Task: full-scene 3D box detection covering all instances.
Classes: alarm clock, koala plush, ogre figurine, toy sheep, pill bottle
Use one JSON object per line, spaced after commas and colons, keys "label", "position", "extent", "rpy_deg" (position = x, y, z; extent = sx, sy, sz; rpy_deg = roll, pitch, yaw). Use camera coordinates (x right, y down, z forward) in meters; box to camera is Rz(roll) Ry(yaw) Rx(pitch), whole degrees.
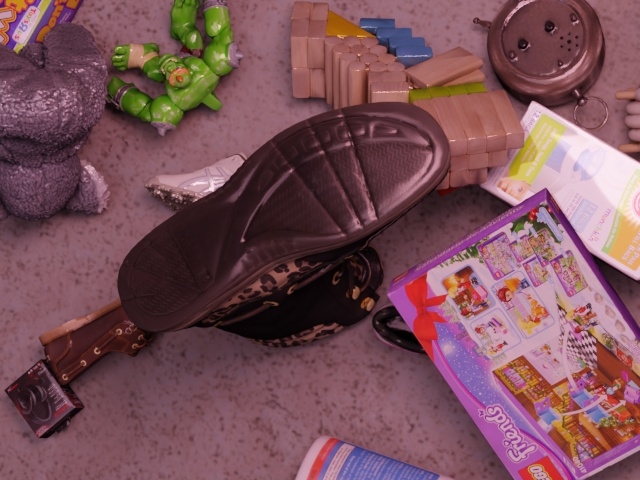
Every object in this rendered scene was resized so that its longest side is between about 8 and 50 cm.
{"label": "alarm clock", "position": [0.264, -0.205, 1.687], "extent": [0.129, 0.064, 0.192], "rpy_deg": [-33, 76, 6]}
{"label": "koala plush", "position": [-0.337, -0.114, 1.758], "extent": [0.203, 0.196, 0.221], "rpy_deg": [50, 140, 49]}
{"label": "ogre figurine", "position": [-0.166, -0.210, 1.789], "extent": [0.197, 0.097, 0.118], "rpy_deg": [-34, 59, -6]}
{"label": "toy sheep", "position": [0.373, -0.138, 1.649], "extent": [0.091, 0.091, 0.132], "rpy_deg": [-5, 102, 13]}
{"label": "pill bottle", "position": [0.084, 0.306, 1.660], "extent": [0.222, 0.124, 0.124], "rpy_deg": [17, 89, 16]}

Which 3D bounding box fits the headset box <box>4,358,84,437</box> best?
{"label": "headset box", "position": [-0.332, 0.195, 1.821], "extent": [0.062, 0.032, 0.083], "rpy_deg": [-39, 76, 8]}

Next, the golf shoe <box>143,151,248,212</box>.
{"label": "golf shoe", "position": [-0.119, -0.066, 1.786], "extent": [0.176, 0.069, 0.086], "rpy_deg": [10, 68, 12]}

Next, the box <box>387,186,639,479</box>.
{"label": "box", "position": [0.235, 0.117, 1.610], "extent": [0.201, 0.057, 0.293], "rpy_deg": [-31, 100, 17]}

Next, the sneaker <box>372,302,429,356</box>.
{"label": "sneaker", "position": [0.139, 0.110, 1.688], "extent": [0.178, 0.077, 0.072], "rpy_deg": [5, 87, 14]}

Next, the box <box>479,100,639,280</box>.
{"label": "box", "position": [0.295, -0.050, 1.650], "extent": [0.203, 0.103, 0.114], "rpy_deg": [33, 94, 14]}

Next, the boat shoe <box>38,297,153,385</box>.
{"label": "boat shoe", "position": [-0.235, 0.106, 1.787], "extent": [0.207, 0.073, 0.073], "rpy_deg": [-27, 81, 17]}

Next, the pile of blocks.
{"label": "pile of blocks", "position": [0.092, -0.155, 1.698], "extent": [0.149, 0.112, 0.362], "rpy_deg": [-24, 45, -26]}

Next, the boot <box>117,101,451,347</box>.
{"label": "boot", "position": [0.000, 0.000, 1.616], "extent": [0.377, 0.284, 0.138], "rpy_deg": [-33, 69, 13]}

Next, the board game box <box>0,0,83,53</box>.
{"label": "board game box", "position": [-0.397, -0.362, 1.863], "extent": [0.233, 0.078, 0.347], "rpy_deg": [31, 93, 14]}
